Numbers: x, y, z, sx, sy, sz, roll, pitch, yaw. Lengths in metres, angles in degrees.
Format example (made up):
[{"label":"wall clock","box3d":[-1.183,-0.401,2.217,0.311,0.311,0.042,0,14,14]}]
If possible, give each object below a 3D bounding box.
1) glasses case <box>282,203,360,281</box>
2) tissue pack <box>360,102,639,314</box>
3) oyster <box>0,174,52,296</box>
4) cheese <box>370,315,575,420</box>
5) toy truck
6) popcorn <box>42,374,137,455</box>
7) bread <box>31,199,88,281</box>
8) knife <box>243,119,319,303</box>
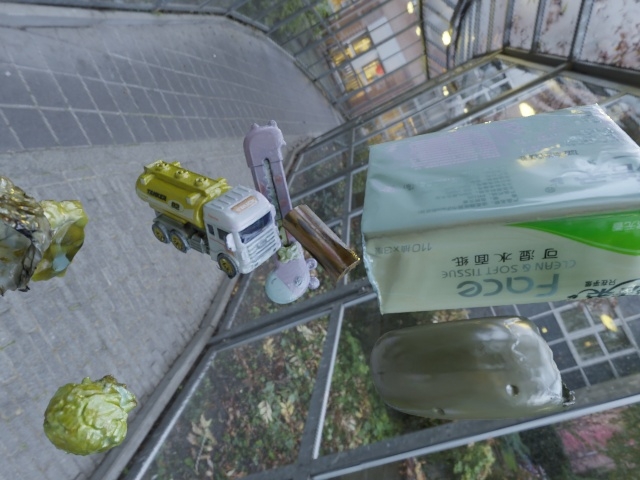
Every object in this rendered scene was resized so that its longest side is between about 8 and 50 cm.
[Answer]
[{"label":"glasses case","box3d":[0.000,0.000,0.836,0.170,0.064,0.041,46,-25,16]},{"label":"tissue pack","box3d":[0.286,-0.055,0.692,0.332,0.403,0.206,-78,157,-49]},{"label":"oyster","box3d":[-0.477,-0.011,0.575,0.166,0.294,0.094,22,48,-32]},{"label":"cheese","box3d":[0.142,0.132,0.431,0.175,0.202,0.091,20,63,-51]},{"label":"toy truck","box3d":[-0.170,-0.041,0.600,0.098,0.226,0.114,-42,142,-40]},{"label":"popcorn","box3d":[-0.529,0.405,0.969,0.212,0.197,0.198,-29,95,-55]},{"label":"bread","box3d":[-0.693,0.007,1.067,0.161,0.088,0.233,-51,161,-77]},{"label":"knife","box3d":[-0.092,-0.052,0.891,0.038,0.132,0.400,-157,-128,-67]}]
